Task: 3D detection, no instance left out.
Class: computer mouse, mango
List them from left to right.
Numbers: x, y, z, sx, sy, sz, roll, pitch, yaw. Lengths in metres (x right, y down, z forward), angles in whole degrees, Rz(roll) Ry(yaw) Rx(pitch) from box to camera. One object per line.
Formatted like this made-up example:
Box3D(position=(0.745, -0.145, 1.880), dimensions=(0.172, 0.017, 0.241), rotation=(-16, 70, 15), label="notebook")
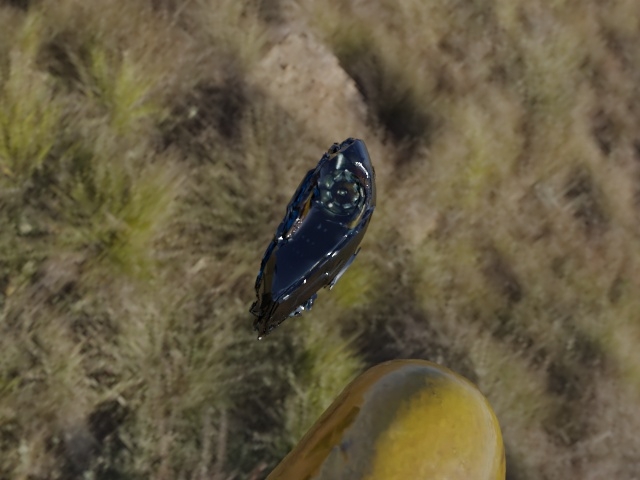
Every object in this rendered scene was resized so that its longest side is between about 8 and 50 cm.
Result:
Box3D(position=(0.000, 0.000, 1.253), dimensions=(0.078, 0.146, 0.241), rotation=(26, 75, 10), label="computer mouse")
Box3D(position=(0.003, 0.127, 0.431), dimensions=(0.090, 0.178, 0.115), rotation=(30, -15, 37), label="mango")
